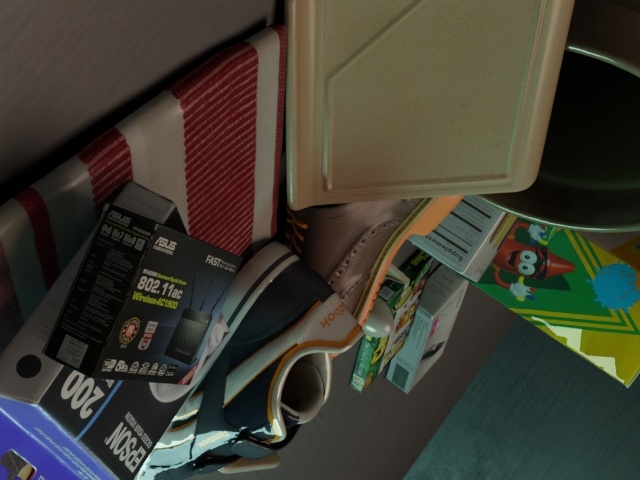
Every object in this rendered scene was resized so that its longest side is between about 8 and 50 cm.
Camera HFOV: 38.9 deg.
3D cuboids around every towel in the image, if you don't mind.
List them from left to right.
[{"bbox_3d":[-0.140,0.006,0.657,0.329,0.037,0.237,-44,155,-35],"label":"towel"}]

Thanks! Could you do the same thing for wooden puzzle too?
[{"bbox_3d":[0.086,-0.128,0.753,0.238,0.044,0.221,-7,132,-9],"label":"wooden puzzle"}]

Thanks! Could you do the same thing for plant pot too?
[{"bbox_3d":[0.278,-0.208,0.947,0.323,0.323,0.280,78,34,-64],"label":"plant pot"}]

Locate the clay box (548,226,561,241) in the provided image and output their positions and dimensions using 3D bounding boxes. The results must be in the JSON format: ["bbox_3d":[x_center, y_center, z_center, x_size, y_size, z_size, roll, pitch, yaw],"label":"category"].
[{"bbox_3d":[0.344,-0.111,1.169,0.222,0.053,0.127,-52,162,-10],"label":"clay box"}]

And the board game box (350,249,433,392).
[{"bbox_3d":[0.114,0.132,1.464,0.136,0.030,0.260,-40,155,-32],"label":"board game box"}]

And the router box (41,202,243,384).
[{"bbox_3d":[-0.101,0.037,0.545,0.092,0.038,0.122,-68,159,-3],"label":"router box"}]

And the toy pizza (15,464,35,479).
[{"bbox_3d":[-0.258,0.229,0.739,0.201,0.032,0.201,-47,159,-24],"label":"toy pizza"}]

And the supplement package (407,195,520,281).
[{"bbox_3d":[0.206,-0.085,1.166,0.244,0.134,0.139,-57,161,4],"label":"supplement package"}]

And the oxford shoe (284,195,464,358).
[{"bbox_3d":[0.000,0.000,0.904,0.132,0.130,0.364,25,107,-39],"label":"oxford shoe"}]

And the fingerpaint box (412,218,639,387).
[{"bbox_3d":[0.408,0.009,1.445,0.445,0.371,0.163,-20,140,-60],"label":"fingerpaint box"}]

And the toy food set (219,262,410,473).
[{"bbox_3d":[-0.006,0.149,1.111,0.306,0.092,0.220,-56,161,0],"label":"toy food set"}]

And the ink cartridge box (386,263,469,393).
[{"bbox_3d":[0.229,0.128,1.684,0.239,0.060,0.275,-42,157,-30],"label":"ink cartridge box"}]

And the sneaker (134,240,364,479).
[{"bbox_3d":[-0.080,0.159,0.858,0.321,0.127,0.126,-56,170,30],"label":"sneaker"}]

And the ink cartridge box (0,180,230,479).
[{"bbox_3d":[-0.148,0.097,0.623,0.208,0.045,0.206,-56,160,-22],"label":"ink cartridge box"}]
